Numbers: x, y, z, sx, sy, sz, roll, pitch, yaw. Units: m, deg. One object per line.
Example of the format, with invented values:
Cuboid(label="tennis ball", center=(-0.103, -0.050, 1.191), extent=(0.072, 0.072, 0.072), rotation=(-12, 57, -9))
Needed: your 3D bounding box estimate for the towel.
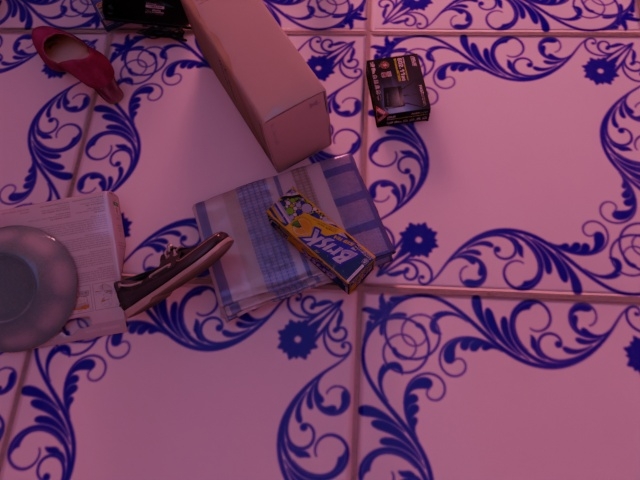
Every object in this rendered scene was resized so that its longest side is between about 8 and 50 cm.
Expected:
Cuboid(label="towel", center=(-0.048, -0.012, 0.832), extent=(0.285, 0.034, 0.209), rotation=(-20, 69, -5))

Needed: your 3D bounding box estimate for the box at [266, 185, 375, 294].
Cuboid(label="box", center=(0.000, 0.000, 0.776), extent=(0.169, 0.054, 0.059), rotation=(41, 75, 18))

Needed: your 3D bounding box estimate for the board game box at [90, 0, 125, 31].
Cuboid(label="board game box", center=(-0.361, -0.512, 1.047), extent=(0.201, 0.035, 0.136), rotation=(-27, 70, -7))

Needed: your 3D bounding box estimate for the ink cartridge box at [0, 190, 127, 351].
Cuboid(label="ink cartridge box", center=(-0.400, 0.047, 0.833), extent=(0.181, 0.056, 0.224), rotation=(-10, 87, -1))

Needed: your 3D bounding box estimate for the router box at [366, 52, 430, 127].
Cuboid(label="router box", center=(0.134, -0.262, 0.915), extent=(0.092, 0.038, 0.122), rotation=(-8, 68, 0))

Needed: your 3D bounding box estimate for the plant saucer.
Cuboid(label="plant saucer", center=(-0.468, 0.072, 0.787), extent=(0.195, 0.037, 0.195), rotation=(0, 86, 0))

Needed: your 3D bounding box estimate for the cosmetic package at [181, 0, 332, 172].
Cuboid(label="cosmetic package", center=(-0.107, -0.287, 0.878), extent=(0.113, 0.160, 0.309), rotation=(-29, 69, -7))

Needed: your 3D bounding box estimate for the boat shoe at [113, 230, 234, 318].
Cuboid(label="boat shoe", center=(-0.221, 0.038, 0.773), extent=(0.206, 0.075, 0.065), rotation=(-34, 85, 14))

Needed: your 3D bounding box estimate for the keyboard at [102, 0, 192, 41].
Cuboid(label="keyboard", center=(-0.316, -0.424, 1.005), extent=(0.192, 0.038, 0.100), rotation=(2, 73, -10))

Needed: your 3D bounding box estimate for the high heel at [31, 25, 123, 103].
Cuboid(label="high heel", center=(-0.458, -0.344, 0.942), extent=(0.082, 0.117, 0.244), rotation=(-42, 72, -12))
